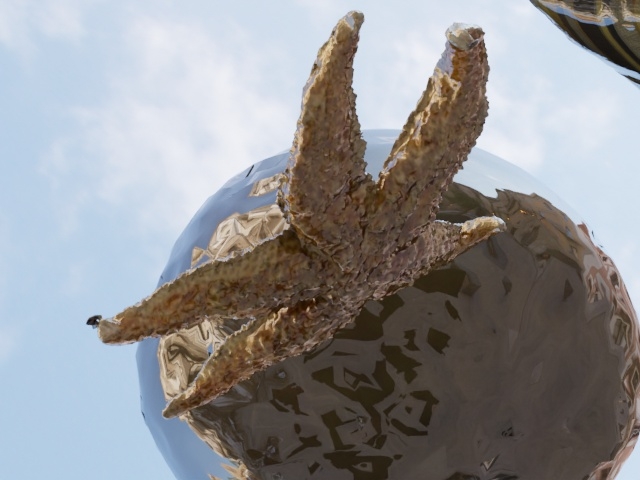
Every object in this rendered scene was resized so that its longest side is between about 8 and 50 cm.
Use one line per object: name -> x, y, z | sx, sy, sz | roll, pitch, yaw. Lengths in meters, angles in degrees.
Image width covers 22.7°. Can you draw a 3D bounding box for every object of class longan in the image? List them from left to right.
longan -> 0.054, 0.098, 1.408 | 0.436, 0.404, 0.404 | 7, -79, -38

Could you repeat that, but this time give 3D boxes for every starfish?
starfish -> 0.002, 0.003, 0.965 | 0.302, 0.060, 0.299 | -40, -29, 3

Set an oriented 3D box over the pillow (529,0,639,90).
pillow -> 0.269, -0.113, 1.038 | 0.208, 0.212, 0.052 | 31, -105, -44
